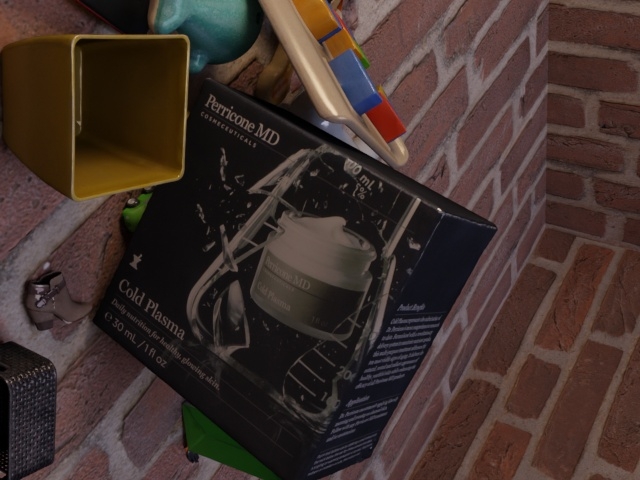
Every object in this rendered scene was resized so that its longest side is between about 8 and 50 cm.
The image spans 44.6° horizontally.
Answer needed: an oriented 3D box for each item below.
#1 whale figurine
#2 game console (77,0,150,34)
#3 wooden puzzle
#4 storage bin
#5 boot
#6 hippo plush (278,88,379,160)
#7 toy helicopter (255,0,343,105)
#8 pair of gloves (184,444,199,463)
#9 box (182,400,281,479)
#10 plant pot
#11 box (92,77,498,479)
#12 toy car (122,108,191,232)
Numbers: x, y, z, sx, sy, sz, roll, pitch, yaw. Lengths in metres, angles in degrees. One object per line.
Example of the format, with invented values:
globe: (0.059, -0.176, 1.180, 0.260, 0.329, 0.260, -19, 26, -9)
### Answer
whale figurine: (-0.180, -0.373, 1.260, 0.272, 0.141, 0.216, -35, 136, -73)
game console: (-0.295, -0.527, 1.117, 0.342, 0.060, 0.386, 27, 82, -60)
wooden puzzle: (0.040, -0.303, 1.352, 0.081, 0.322, 0.348, -32, 162, 18)
storage bin: (-0.466, 0.256, 1.161, 0.084, 0.122, 0.180, -17, 119, -56)
boot: (-0.416, 0.090, 1.247, 0.118, 0.042, 0.086, -26, 124, -53)
hippo plush: (-0.014, -0.198, 1.656, 0.236, 0.234, 0.294, 59, 13, -20)
toy helicopter: (-0.033, -0.436, 1.585, 0.355, 0.140, 0.235, -64, 160, 6)
pair of gloves: (-0.266, 0.448, 1.721, 0.083, 0.010, 0.074, -52, 145, -32)
box: (-0.119, 0.377, 1.672, 0.231, 0.262, 0.126, -30, 124, -52)
plant pot: (-0.329, -0.191, 1.099, 0.212, 0.187, 0.212, -22, 122, -54)
box: (-0.048, 0.059, 1.313, 0.471, 0.480, 0.297, -62, 154, 9)
toy car: (-0.263, -0.090, 1.402, 0.225, 0.053, 0.239, -50, 143, -35)
